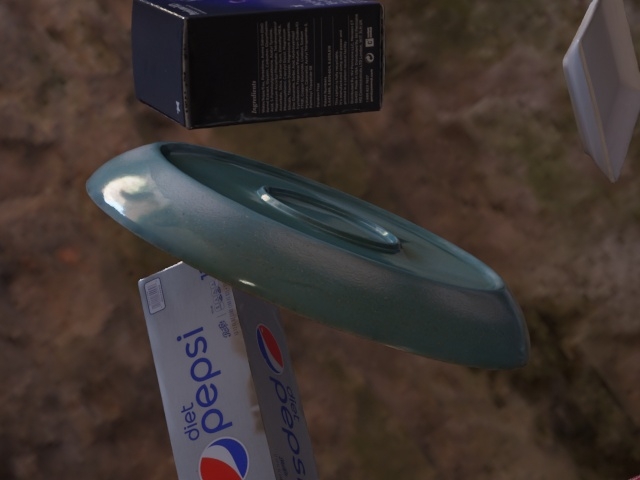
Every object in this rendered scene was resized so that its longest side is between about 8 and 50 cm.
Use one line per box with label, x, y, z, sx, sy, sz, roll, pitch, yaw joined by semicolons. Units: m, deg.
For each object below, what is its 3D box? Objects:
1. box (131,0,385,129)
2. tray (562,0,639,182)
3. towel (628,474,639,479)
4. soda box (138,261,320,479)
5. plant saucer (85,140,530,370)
box;-0.062;-0.181;1.603;0.153;0.207;0.108;-149;55;-60
tray;0.276;-0.165;1.626;0.270;0.030;0.145;-55;-48;-62
towel;0.274;0.265;1.146;0.037;0.329;0.237;8;-121;-36
soda box;-0.071;0.156;1.420;0.098;0.091;0.286;35;-144;-59
plant saucer;0.000;0.000;1.107;0.318;0.043;0.317;21;-171;-3
